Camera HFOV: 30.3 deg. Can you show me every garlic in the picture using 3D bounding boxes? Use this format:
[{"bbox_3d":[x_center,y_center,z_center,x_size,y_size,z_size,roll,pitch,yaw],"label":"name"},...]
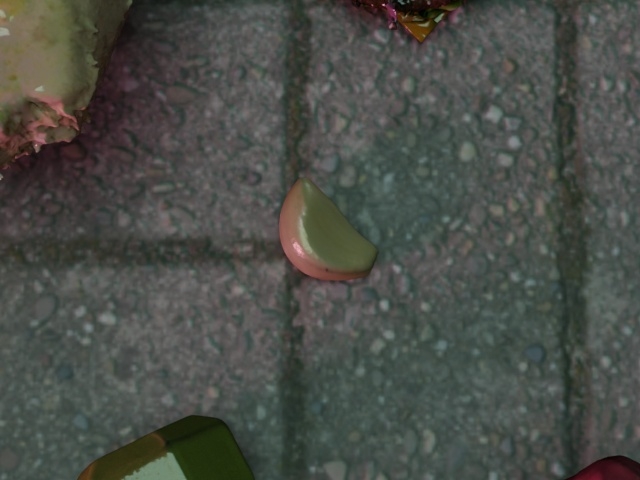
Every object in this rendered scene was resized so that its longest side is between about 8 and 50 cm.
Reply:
[{"bbox_3d":[0.001,-0.001,0.840,0.083,0.041,0.053,42,71,1],"label":"garlic"}]

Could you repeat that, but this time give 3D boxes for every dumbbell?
[{"bbox_3d":[-0.054,0.265,0.756,0.108,0.121,0.302,-20,76,-30],"label":"dumbbell"}]

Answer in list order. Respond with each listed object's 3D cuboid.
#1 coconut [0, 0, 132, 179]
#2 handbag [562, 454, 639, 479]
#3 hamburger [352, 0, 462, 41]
[{"bbox_3d":[-0.264,-0.178,0.760,0.297,0.309,0.297,-4,103,-18],"label":"coconut"},{"bbox_3d":[0.163,0.224,0.692,0.146,0.225,0.135,39,75,10],"label":"handbag"},{"bbox_3d":[0.071,-0.248,0.854,0.164,0.093,0.189,32,81,9],"label":"hamburger"}]
